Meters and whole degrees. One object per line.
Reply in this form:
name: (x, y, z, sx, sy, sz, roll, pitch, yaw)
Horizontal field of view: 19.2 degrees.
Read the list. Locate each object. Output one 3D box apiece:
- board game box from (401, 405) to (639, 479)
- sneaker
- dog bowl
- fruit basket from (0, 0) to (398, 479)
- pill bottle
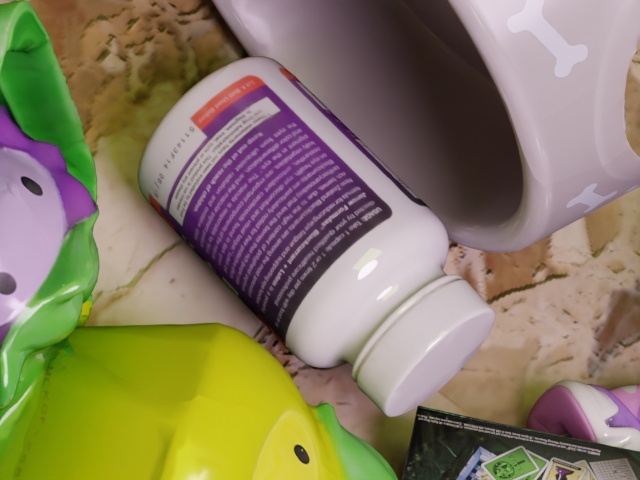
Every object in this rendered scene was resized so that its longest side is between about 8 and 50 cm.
board game box: (0.164, 0.178, 0.990, 0.260, 0.030, 0.136, 11, 77, 12)
sneaker: (0.210, 0.178, 1.061, 0.105, 0.095, 0.236, -15, 77, -27)
dog bowl: (0.041, -0.141, 0.976, 0.102, 0.349, 0.349, -40, 87, -16)
fruit basket: (-0.139, 0.101, 0.910, 0.392, 0.283, 0.392, -1, 70, 3)
pill bottle: (0.000, 0.000, 1.018, 0.108, 0.108, 0.193, -36, 69, -22)
